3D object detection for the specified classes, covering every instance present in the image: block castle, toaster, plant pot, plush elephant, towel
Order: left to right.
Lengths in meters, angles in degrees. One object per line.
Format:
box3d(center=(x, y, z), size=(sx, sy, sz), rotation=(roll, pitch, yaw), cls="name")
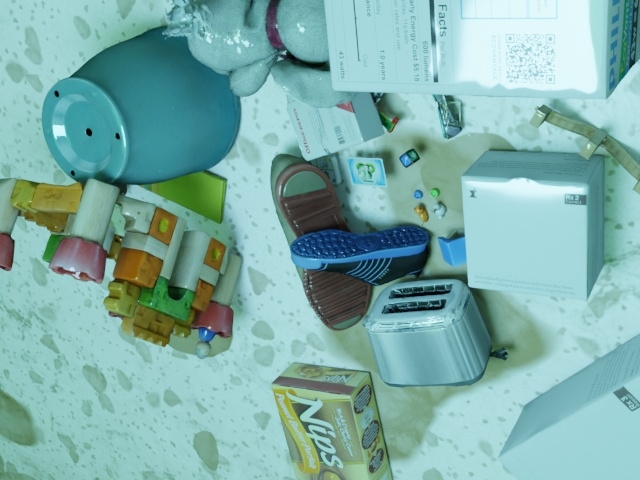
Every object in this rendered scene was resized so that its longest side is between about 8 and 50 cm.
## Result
box3d(center=(-0.369, 0.063, 1.503), size=(0.303, 0.453, 0.213), rotation=(5, 73, 30), cls="block castle")
box3d(center=(-0.322, -0.213, 1.434), size=(0.271, 0.255, 0.272), rotation=(12, 116, 27), cls="plant pot")
box3d(center=(-0.284, -0.119, 1.628), size=(0.237, 0.021, 0.102), rotation=(25, 129, 20), cls="towel")
box3d(center=(-0.052, -0.329, 1.220), size=(0.255, 0.330, 0.272), rotation=(8, 113, 9), cls="plush elephant")
box3d(center=(0.182, 0.153, 1.380), size=(0.227, 0.129, 0.146), rotation=(-6, 123, 30), cls="toaster")

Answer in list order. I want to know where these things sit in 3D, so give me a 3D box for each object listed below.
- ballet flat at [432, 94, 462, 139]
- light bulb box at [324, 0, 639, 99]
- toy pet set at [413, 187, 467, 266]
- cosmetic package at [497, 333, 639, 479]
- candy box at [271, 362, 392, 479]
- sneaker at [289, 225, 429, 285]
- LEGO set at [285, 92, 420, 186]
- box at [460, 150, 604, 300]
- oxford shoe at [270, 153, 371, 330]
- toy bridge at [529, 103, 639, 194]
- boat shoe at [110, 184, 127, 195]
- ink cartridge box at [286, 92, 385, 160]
box3d(center=(0.188, -0.211, 1.262), size=(0.041, 0.041, 0.114), rotation=(-9, 109, 36), cls="ballet flat")
box3d(center=(0.202, -0.375, 1.036), size=(0.361, 0.225, 0.358), rotation=(8, 118, 29), cls="light bulb box")
box3d(center=(0.202, -0.022, 1.330), size=(0.122, 0.065, 0.114), rotation=(-5, 111, 35), cls="toy pet set")
box3d(center=(0.481, 0.282, 1.251), size=(0.217, 0.156, 0.385), rotation=(44, 129, 3), cls="cosmetic package")
box3d(center=(0.030, 0.405, 1.657), size=(0.183, 0.087, 0.316), rotation=(2, 114, 33), cls="candy box")
box3d(center=(0.065, 0.035, 1.380), size=(0.232, 0.081, 0.090), rotation=(-3, 129, -7), cls="sneaker")
box3d(center=(0.057, -0.180, 1.365), size=(0.244, 0.060, 0.182), rotation=(8, 119, 43), cls="LEGO set")
box3d(center=(0.311, -0.026, 1.217), size=(0.181, 0.119, 0.182), rotation=(6, 117, 29), cls="box")
box3d(center=(0.000, 0.000, 1.467), size=(0.130, 0.123, 0.348), rotation=(-127, 19, -58), cls="oxford shoe")
box3d(center=(0.376, -0.134, 1.156), size=(0.188, 0.063, 0.026), rotation=(37, 129, 14), cls="toy bridge")
box3d(center=(-0.445, -0.172, 1.678), size=(0.072, 0.068, 0.190), rotation=(16, 120, 58), cls="boat shoe")
box3d(center=(0.022, -0.190, 1.311), size=(0.135, 0.056, 0.099), rotation=(-11, 101, 47), cls="ink cartridge box")
